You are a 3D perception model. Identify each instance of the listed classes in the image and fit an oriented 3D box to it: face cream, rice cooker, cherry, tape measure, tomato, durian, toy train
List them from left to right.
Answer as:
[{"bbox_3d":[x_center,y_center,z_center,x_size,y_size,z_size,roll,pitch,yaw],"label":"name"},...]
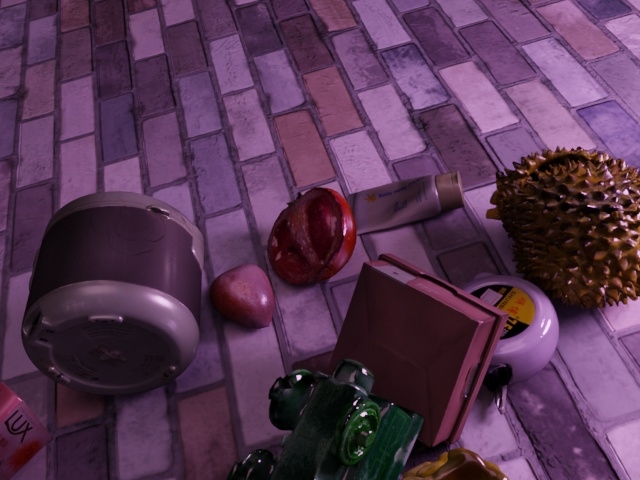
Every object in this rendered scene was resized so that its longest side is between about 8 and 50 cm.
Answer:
[{"bbox_3d":[-0.332,0.083,1.183,0.288,0.288,0.277,-11,46,2],"label":"rice cooker"},{"bbox_3d":[-0.131,0.091,1.256,0.126,0.087,0.106,23,61,33],"label":"cherry"},{"bbox_3d":[0.000,0.000,1.311,0.189,0.099,0.173,-36,54,34],"label":"tomato"},{"bbox_3d":[0.003,0.286,0.929,0.145,0.202,0.266,16,71,35],"label":"toy train"},{"bbox_3d":[0.156,-0.073,1.369,0.224,0.070,0.114,-11,46,15],"label":"face cream"},{"bbox_3d":[0.269,0.145,1.112,0.196,0.105,0.178,-39,44,-23],"label":"tape measure"},{"bbox_3d":[0.417,-0.032,1.154,0.258,0.258,0.293,-24,36,-10],"label":"durian"}]

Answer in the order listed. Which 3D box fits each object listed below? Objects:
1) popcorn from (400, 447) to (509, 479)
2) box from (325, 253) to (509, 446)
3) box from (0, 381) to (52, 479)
[{"bbox_3d":[0.172,0.374,0.828,0.224,0.270,0.258,-40,80,10],"label":"popcorn"},{"bbox_3d":[0.130,0.158,1.053,0.215,0.215,0.086,28,19,33],"label":"box"},{"bbox_3d":[-0.486,0.298,1.102,0.060,0.156,0.111,31,61,20],"label":"box"}]
